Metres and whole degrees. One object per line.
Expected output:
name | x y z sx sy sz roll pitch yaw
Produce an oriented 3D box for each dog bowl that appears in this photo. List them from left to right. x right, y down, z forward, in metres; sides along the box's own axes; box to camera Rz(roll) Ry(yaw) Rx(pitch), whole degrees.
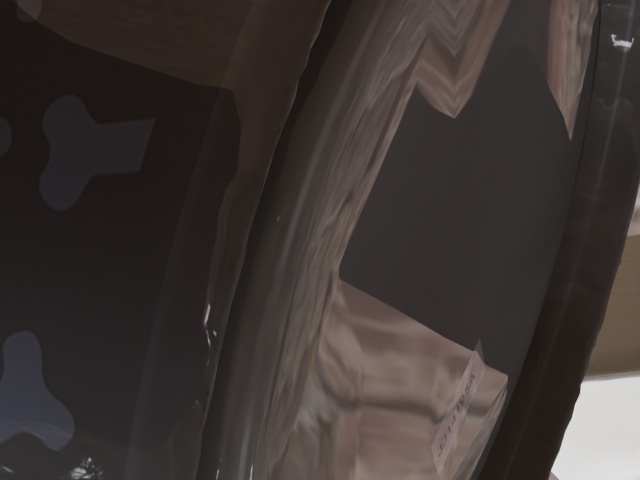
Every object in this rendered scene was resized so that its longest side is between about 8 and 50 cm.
dog bowl | 0.000 0.000 0.542 0.102 0.349 0.349 18 -171 20

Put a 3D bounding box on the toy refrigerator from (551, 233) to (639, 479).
toy refrigerator | 0.211 0.054 0.937 0.094 0.102 0.269 46 148 -22
